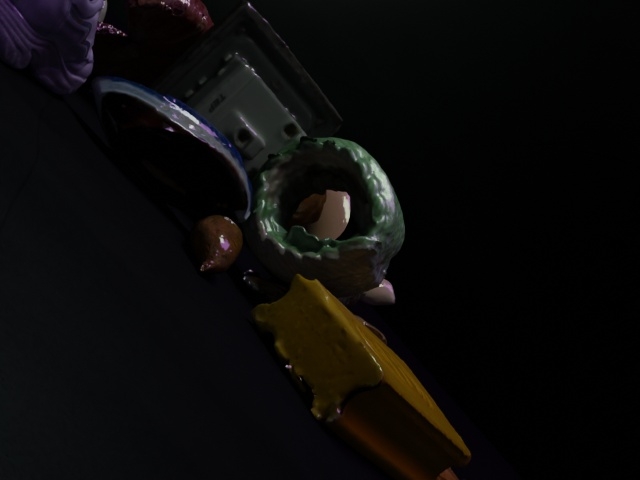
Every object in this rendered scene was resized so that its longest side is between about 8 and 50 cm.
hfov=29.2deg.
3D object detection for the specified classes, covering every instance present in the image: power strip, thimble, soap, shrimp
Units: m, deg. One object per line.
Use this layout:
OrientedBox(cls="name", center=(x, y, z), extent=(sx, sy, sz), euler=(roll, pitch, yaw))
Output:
OrientedBox(cls="power strip", center=(-0.114, -0.155, 1.696), extent=(0.251, 0.257, 0.092), euler=(47, -1, -29))
OrientedBox(cls="thimble", center=(0.006, -0.027, 1.666), extent=(0.219, 0.219, 0.150), euler=(51, -3, 20))
OrientedBox(cls="soap", center=(0.055, 0.183, 1.532), extent=(0.204, 0.096, 0.324), euler=(52, 4, 36))
OrientedBox(cls="shrimp", center=(0.000, 0.110, 1.652), extent=(0.145, 0.059, 0.254), euler=(8, -21, 35))

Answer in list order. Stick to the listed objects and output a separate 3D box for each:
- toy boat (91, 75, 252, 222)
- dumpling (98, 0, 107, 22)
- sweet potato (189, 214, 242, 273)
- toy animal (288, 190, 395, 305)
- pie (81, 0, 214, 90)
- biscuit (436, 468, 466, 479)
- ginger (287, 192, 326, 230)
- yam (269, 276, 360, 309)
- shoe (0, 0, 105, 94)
OrientedBox(cls="toy boat", center=(-0.183, -0.118, 1.542), extent=(0.262, 0.114, 0.115), euler=(37, 21, -35))
OrientedBox(cls="dumpling", center=(-0.389, -0.360, 1.856), extent=(0.188, 0.108, 0.127), euler=(66, 24, -8))
OrientedBox(cls="sweet potato", center=(-0.127, -0.004, 1.506), extent=(0.068, 0.068, 0.226), euler=(49, 2, -13))
OrientedBox(cls="toy animal", center=(0.000, 0.004, 2.192), extent=(0.195, 0.213, 0.256), euler=(7, 69, -28))
OrientedBox(cls="pie", center=(-0.250, -0.269, 1.685), extent=(0.204, 0.218, 0.054), euler=(31, 37, -45))
OrientedBox(cls="biscuit", center=(0.256, 0.440, 1.835), extent=(0.324, 0.049, 0.205), euler=(52, 3, 15))
OrientedBox(cls="ginger", center=(-0.166, -0.177, 2.071), extent=(0.418, 0.176, 0.254), euler=(43, 2, 15))
OrientedBox(cls="yam", center=(-0.012, 0.063, 1.893), extent=(0.133, 0.133, 0.330), euler=(50, 6, 6))
OrientedBox(cls="shoe", center=(-0.294, -0.248, 1.391), extent=(0.095, 0.137, 0.245), euler=(55, 4, 9))
